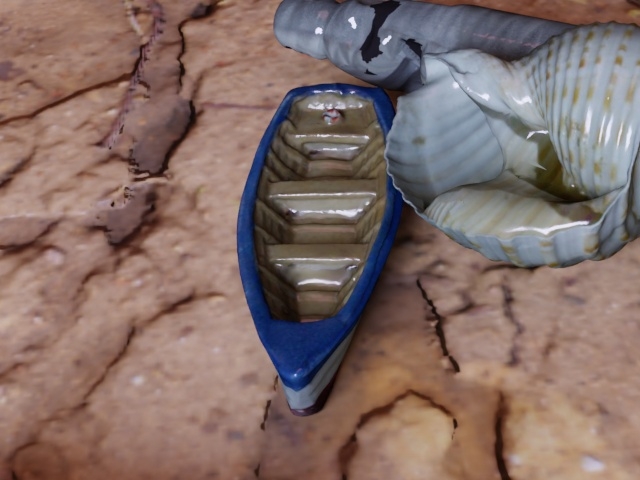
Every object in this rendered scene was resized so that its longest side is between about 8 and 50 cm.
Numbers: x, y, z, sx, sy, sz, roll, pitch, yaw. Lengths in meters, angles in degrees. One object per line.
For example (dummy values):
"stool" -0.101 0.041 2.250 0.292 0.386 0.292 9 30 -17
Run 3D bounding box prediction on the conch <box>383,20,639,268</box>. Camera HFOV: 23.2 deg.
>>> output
"conch" 0.115 -0.038 0.741 0.153 0.102 0.135 -1 47 40

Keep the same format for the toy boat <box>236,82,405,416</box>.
"toy boat" 0.000 0.000 0.747 0.080 0.046 0.229 0 39 5

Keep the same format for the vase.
"vase" 0.069 -0.102 0.856 0.211 0.060 0.060 14 43 24
